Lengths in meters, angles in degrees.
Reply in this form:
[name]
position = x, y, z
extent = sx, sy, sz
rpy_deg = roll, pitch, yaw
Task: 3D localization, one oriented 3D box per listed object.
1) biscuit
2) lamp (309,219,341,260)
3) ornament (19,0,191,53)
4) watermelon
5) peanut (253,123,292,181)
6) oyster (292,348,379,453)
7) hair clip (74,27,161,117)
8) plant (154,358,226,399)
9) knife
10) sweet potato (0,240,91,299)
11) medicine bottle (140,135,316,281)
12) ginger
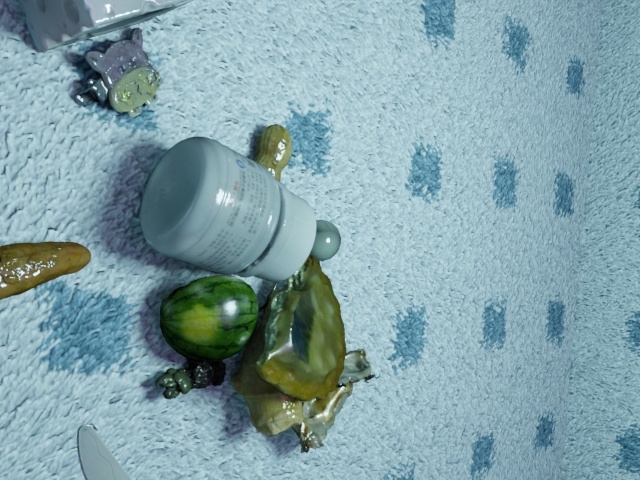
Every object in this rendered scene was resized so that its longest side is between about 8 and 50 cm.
[biscuit]
position = -0.033, 0.188, 1.367
extent = 0.329, 0.078, 0.335
rpy_deg = 22, 60, -55
[lamp]
position = 0.000, 0.000, 1.528
extent = 0.105, 0.105, 0.105
rpy_deg = -4, 96, -44
[ornament]
position = -0.378, -0.484, 1.031
extent = 0.239, 0.240, 0.239
rpy_deg = -34, 115, -37
[watermelon]
position = -0.216, 0.178, 1.275
extent = 0.232, 0.127, 0.204
rpy_deg = 12, 122, -36
[peanut]
position = -0.117, -0.176, 1.420
extent = 0.089, 0.089, 0.192
rpy_deg = 25, 81, -42
[oyster]
position = 0.033, 0.380, 1.554
extent = 0.337, 0.133, 0.197
rpy_deg = -32, 148, -43
[hair clip]
position = -0.382, -0.309, 1.171
extent = 0.187, 0.056, 0.146
rpy_deg = -44, 128, -36
[plant]
position = -0.277, 0.292, 1.309
extent = 0.174, 0.087, 0.085
rpy_deg = -14, 73, -47
[knife]
position = -0.404, 0.507, 1.239
extent = 0.081, 0.043, 0.336
rpy_deg = -41, 114, -26
[sweet potato]
position = -0.545, 0.059, 1.013
extent = 0.355, 0.106, 0.095
rpy_deg = -6, 131, -43
[medicine bottle]
position = -0.182, -0.049, 1.252
extent = 0.306, 0.245, 0.245
rpy_deg = 26, 76, -43
[ginger]
position = -0.101, 0.273, 1.425
extent = 0.126, 0.190, 0.354
rpy_deg = 60, 39, -62
